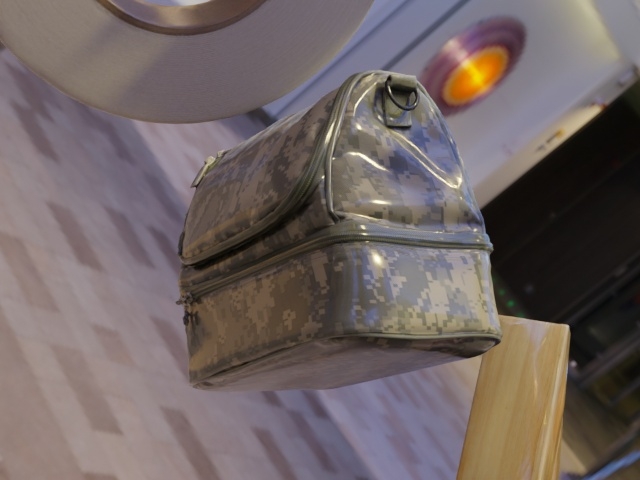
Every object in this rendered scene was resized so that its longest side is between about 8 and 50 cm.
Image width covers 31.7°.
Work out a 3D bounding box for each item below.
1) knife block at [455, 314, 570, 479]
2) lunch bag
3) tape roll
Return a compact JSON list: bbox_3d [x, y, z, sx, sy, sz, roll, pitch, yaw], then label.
[{"bbox_3d":[0.193,0.246,1.190,0.242,0.088,0.276,-42,136,-62],"label":"knife block"},{"bbox_3d":[0.000,0.000,1.071,0.212,0.305,0.256,6,72,-34],"label":"lunch bag"},{"bbox_3d":[-0.125,-0.292,0.995,0.392,0.392,0.072,43,12,-31],"label":"tape roll"}]
